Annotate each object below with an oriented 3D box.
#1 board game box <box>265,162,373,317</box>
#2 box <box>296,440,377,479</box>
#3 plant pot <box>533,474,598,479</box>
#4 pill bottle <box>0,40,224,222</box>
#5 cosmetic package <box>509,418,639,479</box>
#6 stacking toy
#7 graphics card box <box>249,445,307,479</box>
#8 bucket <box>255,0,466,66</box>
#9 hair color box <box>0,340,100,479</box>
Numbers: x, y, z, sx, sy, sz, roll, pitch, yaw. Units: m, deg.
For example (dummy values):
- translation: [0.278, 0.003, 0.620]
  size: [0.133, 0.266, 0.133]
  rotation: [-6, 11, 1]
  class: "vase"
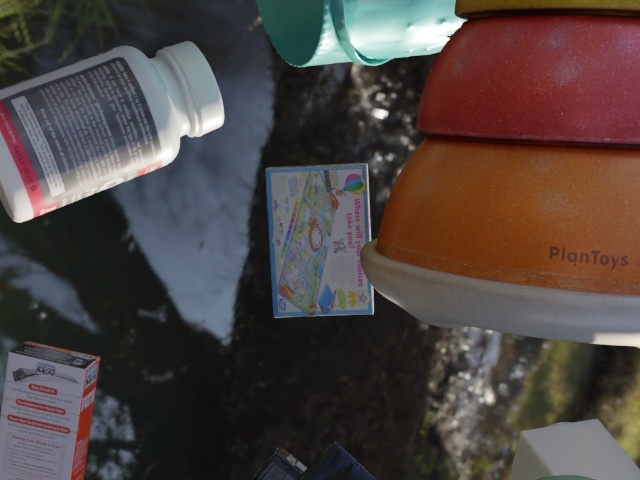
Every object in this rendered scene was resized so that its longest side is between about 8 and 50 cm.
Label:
- translation: [0.000, 0.000, 1.129]
  size: [0.026, 0.104, 0.154]
  rotation: [-60, 148, -81]
  class: "board game box"
- translation: [0.002, 0.173, 0.707]
  size: [0.062, 0.052, 0.083]
  rotation: [-44, 173, -20]
  class: "box"
- translation: [0.238, 0.337, 0.965]
  size: [0.255, 0.272, 0.271]
  rotation: [-105, -152, -77]
  class: "plant pot"
- translation: [-0.302, -0.161, 1.509]
  size: [0.319, 0.176, 0.176]
  rotation: [-24, 138, -18]
  class: "pill bottle"
- translation: [0.331, 0.319, 1.305]
  size: [0.117, 0.231, 0.085]
  rotation: [-4, 121, -19]
  class: "cosmetic package"
- translation: [0.224, -0.166, 0.923]
  size: [0.351, 0.351, 0.479]
  rotation: [-12, 108, -66]
  class: "stacking toy"
- translation: [0.004, 0.500, 1.567]
  size: [0.232, 0.371, 0.094]
  rotation: [-51, 176, -1]
  class: "graphics card box"
- translation: [0.037, -0.335, 1.290]
  size: [0.183, 0.281, 0.281]
  rotation: [-15, 130, -19]
  class: "bucket"
- translation: [-0.311, 0.207, 1.252]
  size: [0.053, 0.093, 0.167]
  rotation: [-49, 150, -76]
  class: "hair color box"
